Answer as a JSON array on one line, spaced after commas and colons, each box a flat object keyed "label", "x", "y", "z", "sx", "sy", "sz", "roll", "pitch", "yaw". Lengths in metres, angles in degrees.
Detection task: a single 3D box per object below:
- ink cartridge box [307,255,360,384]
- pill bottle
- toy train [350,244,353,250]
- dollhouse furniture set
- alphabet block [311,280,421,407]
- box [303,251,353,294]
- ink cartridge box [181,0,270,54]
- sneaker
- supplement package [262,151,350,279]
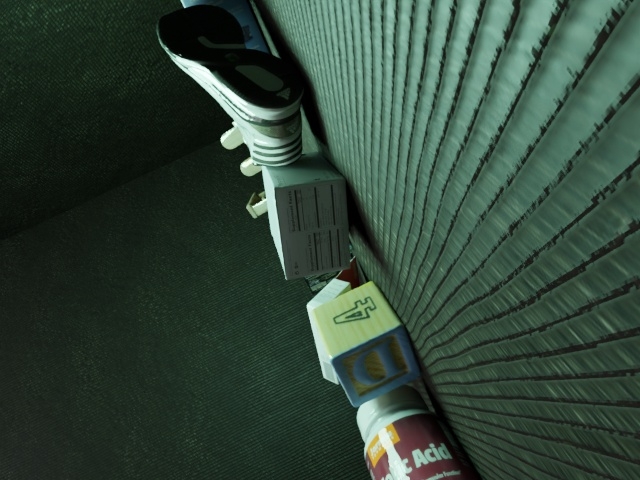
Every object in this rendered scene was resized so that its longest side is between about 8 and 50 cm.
[{"label": "ink cartridge box", "x": 0.081, "y": 0.239, "z": 1.349, "sx": 0.066, "sy": 0.261, "sz": 0.296, "roll": 13, "pitch": 129, "yaw": 34}, {"label": "pill bottle", "x": 0.234, "y": 0.543, "z": 1.030, "sx": 0.392, "sy": 0.224, "sz": 0.224, "roll": -120, "pitch": 5, "yaw": -59}, {"label": "toy train", "x": 0.041, "y": -0.042, "z": 1.357, "sx": 0.125, "sy": 0.046, "sz": 0.166, "roll": 67, "pitch": 176, "yaw": -50}, {"label": "dollhouse furniture set", "x": -0.284, "y": -0.344, "z": 1.955, "sx": 0.394, "sy": 0.256, "sz": 0.362, "roll": 56, "pitch": -164, "yaw": -21}, {"label": "alphabet block", "x": 0.112, "y": 0.257, "z": 1.125, "sx": 0.197, "sy": 0.193, "sz": 0.192, "roll": -119, "pitch": 5, "yaw": -61}, {"label": "box", "x": 0.022, "y": 0.087, "z": 1.523, "sx": 0.078, "sy": 0.180, "sz": 0.147, "roll": 63, "pitch": 178, "yaw": 34}, {"label": "ink cartridge box", "x": -0.257, "y": -0.567, "z": 1.149, "sx": 0.396, "sy": 0.151, "sz": 0.270, "roll": 64, "pitch": 178, "yaw": -22}, {"label": "sneaker", "x": -0.195, "y": -0.311, "z": 0.967, "sx": 0.447, "sy": 0.169, "sz": 0.257, "roll": 47, "pitch": 158, "yaw": 28}, {"label": "supplement package", "x": -0.040, "y": -0.069, "z": 1.000, "sx": 0.262, "sy": 0.145, "sz": 0.204, "roll": -121, "pitch": 23, "yaw": -64}]
